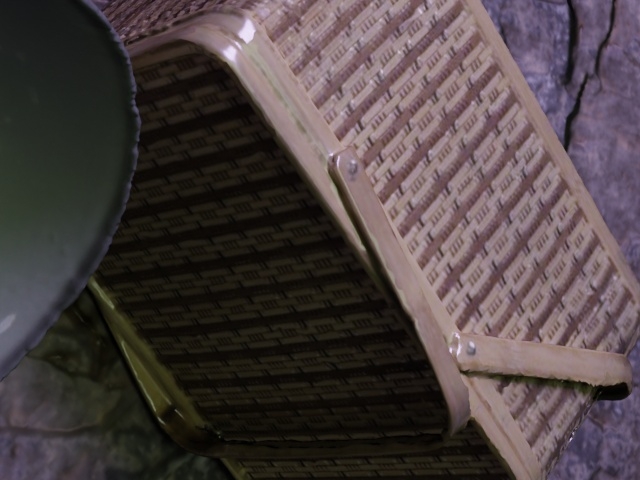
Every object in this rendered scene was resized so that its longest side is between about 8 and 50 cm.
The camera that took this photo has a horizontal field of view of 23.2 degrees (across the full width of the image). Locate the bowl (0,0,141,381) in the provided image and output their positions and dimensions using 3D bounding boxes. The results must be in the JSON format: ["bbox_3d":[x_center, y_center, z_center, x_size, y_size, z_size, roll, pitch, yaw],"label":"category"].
[{"bbox_3d":[-0.251,-0.029,0.614,0.337,0.337,0.157,-12,54,-42],"label":"bowl"}]

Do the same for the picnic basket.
[{"bbox_3d":[0.000,0.000,0.824,0.175,0.228,0.313,-50,116,-36],"label":"picnic basket"}]
